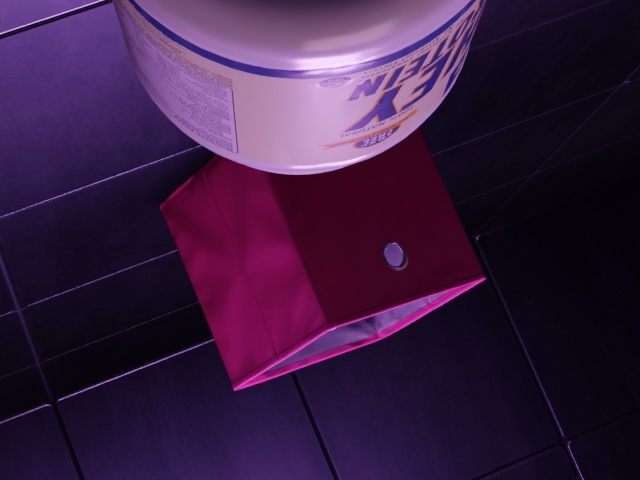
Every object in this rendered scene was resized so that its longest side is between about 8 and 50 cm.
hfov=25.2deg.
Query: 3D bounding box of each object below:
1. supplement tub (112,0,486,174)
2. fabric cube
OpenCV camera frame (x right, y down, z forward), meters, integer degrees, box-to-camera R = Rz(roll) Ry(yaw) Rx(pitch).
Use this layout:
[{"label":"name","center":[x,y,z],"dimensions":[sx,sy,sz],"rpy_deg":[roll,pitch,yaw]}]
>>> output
[{"label":"supplement tub","center":[-0.013,-0.174,0.869],"dimensions":[0.235,0.235,0.325],"rpy_deg":[-22,170,-5]},{"label":"fabric cube","center":[0.000,0.000,1.761],"dimensions":[0.254,0.258,0.259],"rpy_deg":[-15,167,-36]}]
